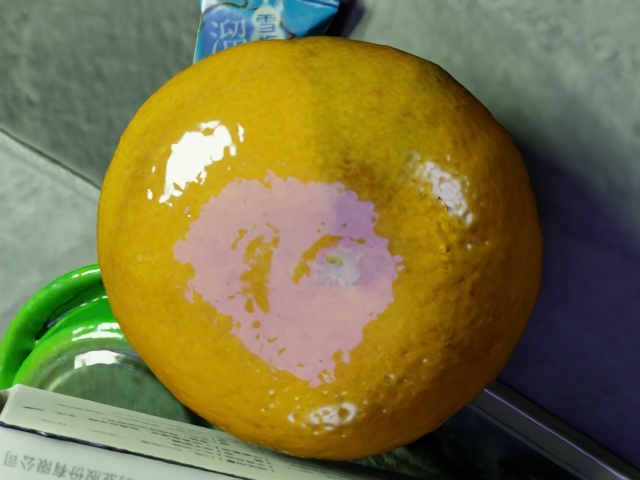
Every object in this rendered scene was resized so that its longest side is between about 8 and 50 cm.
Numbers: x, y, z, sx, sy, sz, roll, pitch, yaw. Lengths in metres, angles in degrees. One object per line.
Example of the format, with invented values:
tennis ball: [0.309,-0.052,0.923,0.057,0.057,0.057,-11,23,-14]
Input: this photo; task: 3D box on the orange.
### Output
orange: [0.000,0.000,0.697,0.240,0.171,0.240,1,105,5]

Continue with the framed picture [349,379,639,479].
framed picture: [0.022,0.157,0.833,0.324,0.020,0.240,33,117,8]

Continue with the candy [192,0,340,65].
candy: [-0.041,-0.100,0.763,0.088,0.038,0.136,15,121,2]

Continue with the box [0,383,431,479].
box: [-0.045,0.200,0.687,0.333,0.145,0.173,14,87,-10]

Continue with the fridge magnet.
fridge magnet: [-0.114,0.114,0.810,0.208,0.088,0.208,4,108,12]
